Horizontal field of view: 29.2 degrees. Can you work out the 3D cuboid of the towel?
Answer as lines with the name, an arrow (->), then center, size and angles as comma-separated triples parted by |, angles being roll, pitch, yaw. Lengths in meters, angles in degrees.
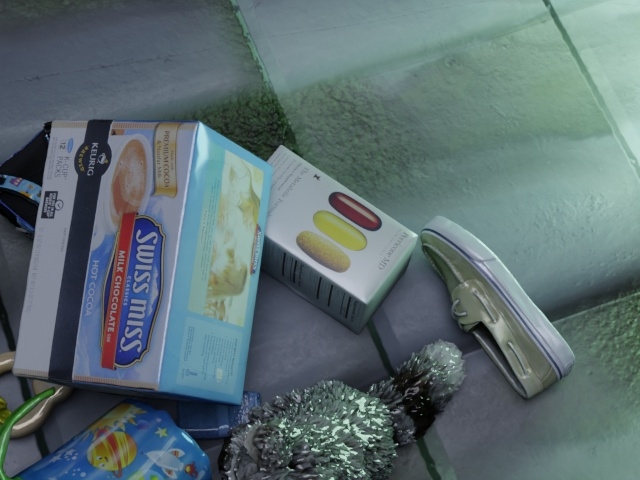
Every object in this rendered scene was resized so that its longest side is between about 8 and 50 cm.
towel -> -0.143, 0.247, 1.731 | 0.119, 0.029, 0.067 | -2, 67, -5

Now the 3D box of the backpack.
backpack -> -0.381, -0.063, 1.799 | 0.173, 0.117, 0.158 | 37, 68, 18

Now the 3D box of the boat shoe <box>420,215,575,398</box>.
boat shoe -> 0.240, 0.095, 1.782 | 0.094, 0.109, 0.302 | -38, 76, -16

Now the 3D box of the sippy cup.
sippy cup -> -0.267, 0.334, 1.589 | 0.240, 0.305, 0.224 | 18, 50, 35

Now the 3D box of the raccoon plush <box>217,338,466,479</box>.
raccoon plush -> 0.030, 0.232, 1.586 | 0.216, 0.299, 0.446 | 40, 69, 4

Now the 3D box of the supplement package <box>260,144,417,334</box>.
supplement package -> 0.000, 0.000, 1.792 | 0.244, 0.134, 0.139 | 33, 69, 11

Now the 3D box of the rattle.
rattle -> -0.402, 0.181, 1.689 | 0.199, 0.143, 0.130 | -21, 50, -6

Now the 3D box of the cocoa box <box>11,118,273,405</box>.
cocoa box -> -0.226, 0.033, 1.628 | 0.228, 0.231, 0.347 | 3, 80, 25
